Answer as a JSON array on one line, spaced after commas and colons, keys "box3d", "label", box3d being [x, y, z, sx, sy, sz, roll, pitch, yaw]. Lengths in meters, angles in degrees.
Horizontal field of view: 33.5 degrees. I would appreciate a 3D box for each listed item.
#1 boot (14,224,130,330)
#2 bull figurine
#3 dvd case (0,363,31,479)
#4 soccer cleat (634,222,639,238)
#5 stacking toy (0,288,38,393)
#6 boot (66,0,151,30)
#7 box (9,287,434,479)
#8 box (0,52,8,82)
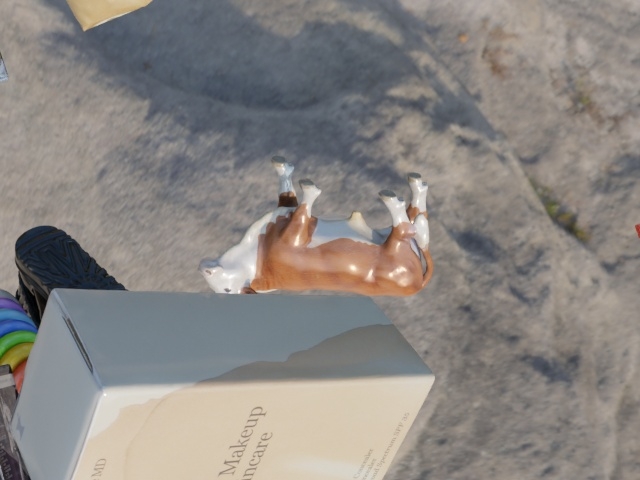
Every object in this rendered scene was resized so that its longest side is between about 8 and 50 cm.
[{"box3d": [-0.407, 0.164, 1.805, 0.131, 0.260, 0.348, -23, 59, -34], "label": "boot"}, {"box3d": [0.000, 0.000, 1.364, 0.310, 0.188, 0.101, 4, 30, -14], "label": "bull figurine"}, {"box3d": [-0.290, 0.228, 1.016, 0.018, 0.164, 0.221, -17, 87, -6], "label": "dvd case"}, {"box3d": [0.257, 0.034, 0.636, 0.076, 0.068, 0.196, -12, 53, -3], "label": "soccer cleat"}, {"box3d": [-0.457, 0.192, 1.604, 0.141, 0.330, 0.141, -18, 121, -32], "label": "stacking toy"}, {"box3d": [-0.198, -0.238, 0.663, 0.236, 0.089, 0.269, -48, 140, -18], "label": "boot"}, {"box3d": [-0.077, 0.131, 0.874, 0.311, 0.148, 0.121, 2, 33, -36], "label": "box"}, {"box3d": [-0.396, -0.242, 1.046, 0.114, 0.036, 0.207, -21, 100, -22], "label": "box"}]
